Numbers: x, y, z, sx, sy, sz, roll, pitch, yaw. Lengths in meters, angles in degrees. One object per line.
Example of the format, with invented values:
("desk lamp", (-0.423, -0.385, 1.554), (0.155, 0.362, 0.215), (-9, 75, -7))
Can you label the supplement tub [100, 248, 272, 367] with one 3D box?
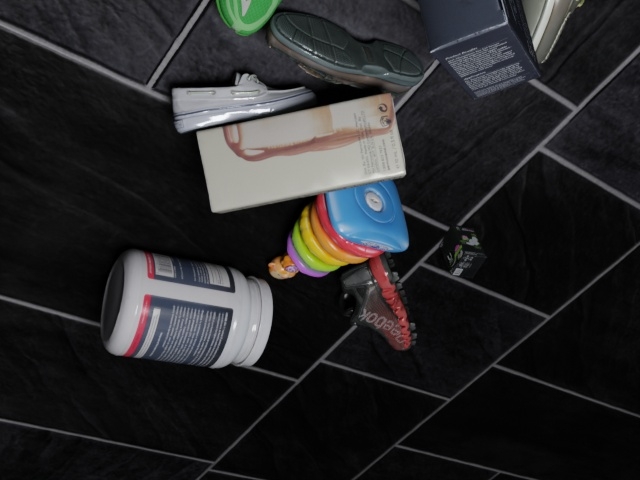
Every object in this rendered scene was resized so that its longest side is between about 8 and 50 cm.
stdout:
("supplement tub", (-0.244, 0.129, 1.479), (0.272, 0.191, 0.191), (13, 130, -25))

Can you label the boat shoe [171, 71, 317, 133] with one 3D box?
("boat shoe", (-0.116, -0.221, 1.245), (0.226, 0.083, 0.075), (-14, 98, -20))

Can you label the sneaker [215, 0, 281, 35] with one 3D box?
("sneaker", (-0.046, -0.388, 1.064), (0.109, 0.123, 0.295), (19, 127, -31))

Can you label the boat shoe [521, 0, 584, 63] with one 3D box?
("boat shoe", (0.358, -0.389, 1.183), (0.091, 0.109, 0.305), (0, 130, -10))

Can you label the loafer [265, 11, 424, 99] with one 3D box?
("loafer", (0.031, -0.265, 1.235), (0.267, 0.096, 0.084), (10, 143, -29))

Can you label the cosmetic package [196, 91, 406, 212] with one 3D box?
("cosmetic package", (-0.025, -0.132, 1.264), (0.296, 0.153, 0.129), (-11, 93, 2))

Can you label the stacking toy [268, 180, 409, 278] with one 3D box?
("stacking toy", (0.000, 0.000, 1.471), (0.175, 0.165, 0.302), (15, 144, -37))

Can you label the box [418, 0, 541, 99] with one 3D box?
("box", (0.218, -0.309, 1.133), (0.108, 0.153, 0.207), (-17, 162, 24))

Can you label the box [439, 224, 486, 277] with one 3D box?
("box", (0.277, 0.021, 1.590), (0.052, 0.083, 0.062), (9, 132, -21))

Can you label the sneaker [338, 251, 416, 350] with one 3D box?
("sneaker", (0.112, 0.137, 1.653), (0.135, 0.097, 0.276), (-20, 134, 5))
